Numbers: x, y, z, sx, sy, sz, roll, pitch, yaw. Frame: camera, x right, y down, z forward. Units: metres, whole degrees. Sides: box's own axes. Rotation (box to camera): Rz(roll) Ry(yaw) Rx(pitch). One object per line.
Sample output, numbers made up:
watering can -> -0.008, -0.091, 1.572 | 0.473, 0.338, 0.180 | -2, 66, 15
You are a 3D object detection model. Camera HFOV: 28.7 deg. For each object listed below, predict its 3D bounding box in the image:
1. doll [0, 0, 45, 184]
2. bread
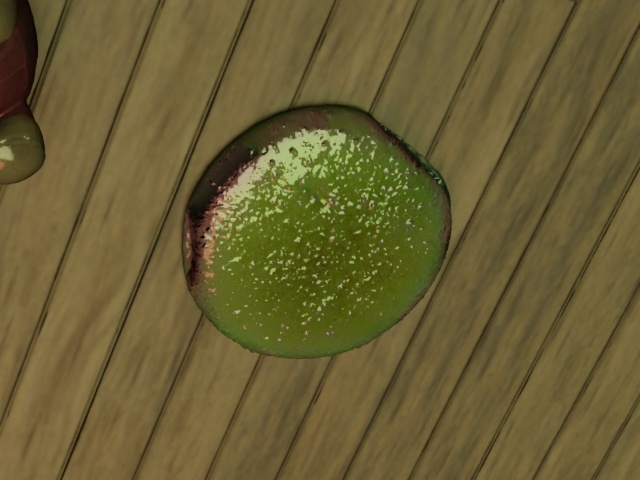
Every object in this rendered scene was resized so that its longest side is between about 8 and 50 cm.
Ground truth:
doll -> -0.311, -0.108, 0.801 | 0.256, 0.152, 0.196 | -5, 103, -9
bread -> 0.000, 0.000, 1.009 | 0.228, 0.033, 0.228 | -6, 116, -12
